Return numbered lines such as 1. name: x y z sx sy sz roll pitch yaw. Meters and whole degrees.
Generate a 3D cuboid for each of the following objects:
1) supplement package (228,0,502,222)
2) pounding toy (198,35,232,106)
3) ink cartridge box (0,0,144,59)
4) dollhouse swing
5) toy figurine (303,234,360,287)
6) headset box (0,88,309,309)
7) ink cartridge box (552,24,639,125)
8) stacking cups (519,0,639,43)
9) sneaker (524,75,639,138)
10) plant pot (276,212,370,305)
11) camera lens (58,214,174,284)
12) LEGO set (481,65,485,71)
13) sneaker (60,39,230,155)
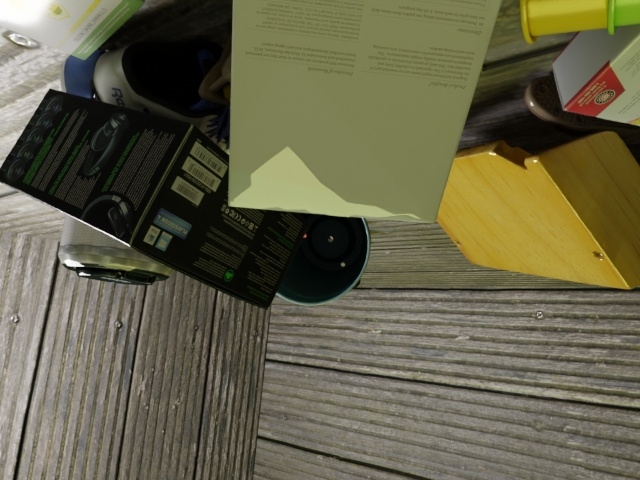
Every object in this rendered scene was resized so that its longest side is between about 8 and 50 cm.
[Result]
1. supplement package: 0.021 -0.145 0.455 0.194 0.149 0.203 5 124 -6
2. pounding toy: -0.029 -0.158 0.653 0.269 0.154 0.155 13 166 -34
3. ink cartridge box: -0.311 -0.271 0.481 0.235 0.056 0.171 13 167 -42
4. dollhouse swing: 0.394 -0.107 0.813 0.315 0.305 0.347 49 170 -14
5. toy figurine: 0.041 0.053 1.540 0.148 0.210 0.213 -6 166 22
6. headset box: -0.202 -0.049 0.622 0.283 0.131 0.246 20 169 31
7. ink cartridge box: 0.351 -0.181 0.505 0.175 0.072 0.127 7 151 -12
8. stacking cups: 0.312 -0.206 0.349 0.316 0.096 0.096 4 170 30
9. sneaker: 0.339 -0.165 0.680 0.188 0.066 0.071 10 169 -19
10. plant pot: 0.000 0.000 1.224 0.271 0.272 0.255 3 -176 12
11. camera lens: -0.392 -0.054 1.023 0.219 0.274 0.219 5 169 1
12. LEGO set: 0.178 -0.204 0.661 0.054 0.023 0.083 6 169 -4
13. sneaker: -0.170 -0.174 0.707 0.182 0.128 0.315 -1 166 38
